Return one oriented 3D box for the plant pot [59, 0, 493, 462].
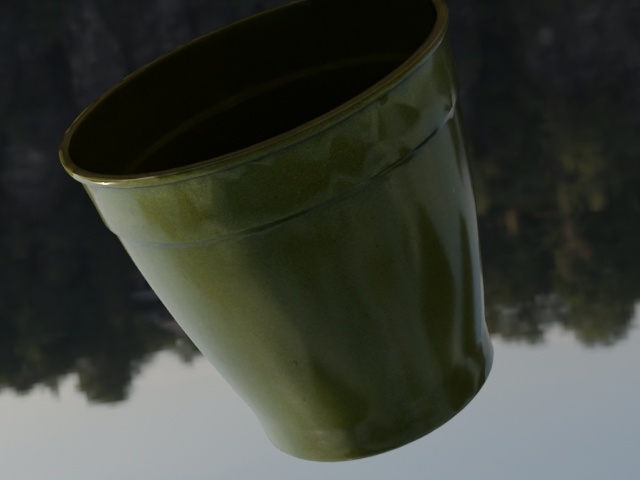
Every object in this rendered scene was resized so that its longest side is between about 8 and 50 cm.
[{"bbox_3d":[0.000,0.000,1.455,0.367,0.353,0.366,-19,-156,9],"label":"plant pot"}]
